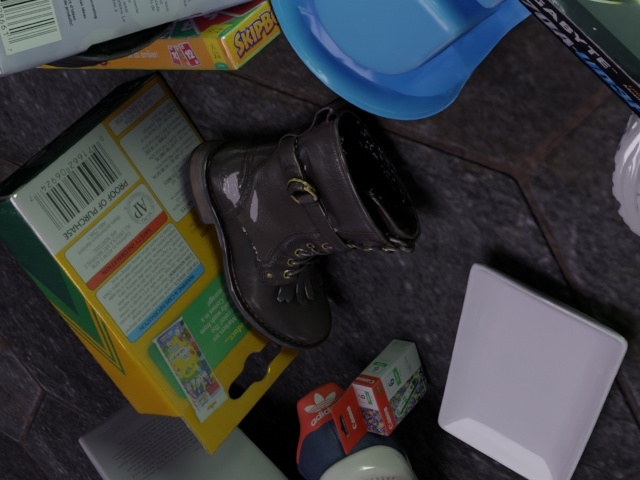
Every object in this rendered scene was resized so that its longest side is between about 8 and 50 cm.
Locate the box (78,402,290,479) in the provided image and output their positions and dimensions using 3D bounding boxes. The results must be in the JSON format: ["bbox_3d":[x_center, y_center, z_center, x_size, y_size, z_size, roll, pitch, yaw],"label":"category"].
[{"bbox_3d":[-0.130,0.347,1.366,0.345,0.168,0.215,33,152,54],"label":"box"}]

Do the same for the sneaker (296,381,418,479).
[{"bbox_3d":[0.049,0.269,1.258,0.350,0.131,0.148,76,167,-56],"label":"sneaker"}]

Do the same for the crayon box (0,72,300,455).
[{"bbox_3d":[-0.157,0.027,1.095,0.083,0.203,0.323,-7,124,49],"label":"crayon box"}]

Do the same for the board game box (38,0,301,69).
[{"bbox_3d":[-0.127,-0.182,0.898,0.259,0.124,0.039,5,131,42],"label":"board game box"}]

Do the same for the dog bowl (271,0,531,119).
[{"bbox_3d":[0.082,-0.194,0.719,0.166,0.074,0.297,47,147,-7],"label":"dog bowl"}]

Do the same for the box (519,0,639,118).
[{"bbox_3d":[0.222,-0.132,0.559,0.220,0.175,0.051,44,-177,-2],"label":"box"}]

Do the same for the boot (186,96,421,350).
[{"bbox_3d":[0.000,0.000,1.007,0.229,0.091,0.263,-1,126,47],"label":"boot"}]

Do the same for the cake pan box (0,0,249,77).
[{"bbox_3d":[-0.157,-0.245,0.689,0.070,0.246,0.266,-1,111,41],"label":"cake pan box"}]

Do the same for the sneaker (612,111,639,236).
[{"bbox_3d":[0.247,-0.077,0.673,0.115,0.090,0.232,18,141,27],"label":"sneaker"}]

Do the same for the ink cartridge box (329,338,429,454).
[{"bbox_3d":[0.060,0.157,1.095,0.029,0.115,0.063,7,126,40],"label":"ink cartridge box"}]

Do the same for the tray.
[{"bbox_3d":[0.190,0.128,1.014,0.145,0.030,0.270,28,144,19],"label":"tray"}]
